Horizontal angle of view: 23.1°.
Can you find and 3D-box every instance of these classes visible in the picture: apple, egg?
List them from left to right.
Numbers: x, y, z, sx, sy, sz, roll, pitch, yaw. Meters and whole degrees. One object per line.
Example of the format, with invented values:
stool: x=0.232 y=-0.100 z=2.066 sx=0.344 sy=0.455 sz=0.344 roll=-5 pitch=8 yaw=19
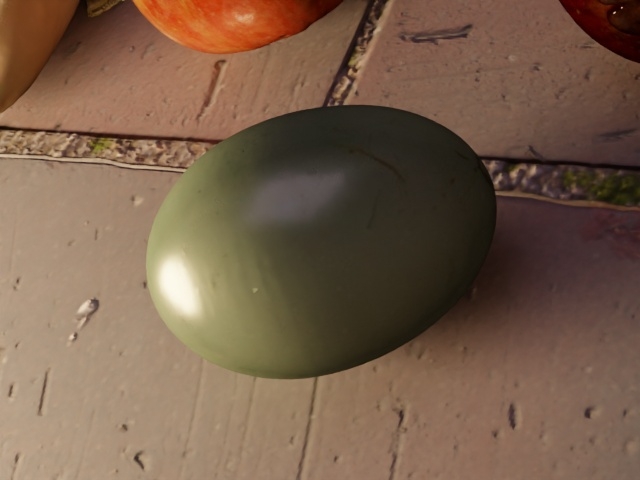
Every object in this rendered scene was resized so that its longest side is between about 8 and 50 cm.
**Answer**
apple: x=-0.057 y=-0.243 z=1.227 sx=0.209 sy=0.164 sz=0.209 roll=-23 pitch=37 yaw=19
egg: x=0.000 y=0.000 z=1.002 sx=0.231 sy=0.168 sz=0.168 roll=-18 pitch=49 yaw=9

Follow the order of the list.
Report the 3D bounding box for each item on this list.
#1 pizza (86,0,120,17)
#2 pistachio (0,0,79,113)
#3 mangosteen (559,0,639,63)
pizza: x=-0.170 y=-0.240 z=1.378 sx=0.123 sy=0.026 sz=0.108 roll=23 pitch=71 yaw=38
pistachio: x=-0.298 y=-0.238 z=1.346 sx=0.193 sy=0.214 sz=0.318 roll=14 pitch=65 yaw=-8
mangosteen: x=0.257 y=-0.235 z=1.019 sx=0.215 sy=0.215 sz=0.257 roll=9 pitch=53 yaw=33
